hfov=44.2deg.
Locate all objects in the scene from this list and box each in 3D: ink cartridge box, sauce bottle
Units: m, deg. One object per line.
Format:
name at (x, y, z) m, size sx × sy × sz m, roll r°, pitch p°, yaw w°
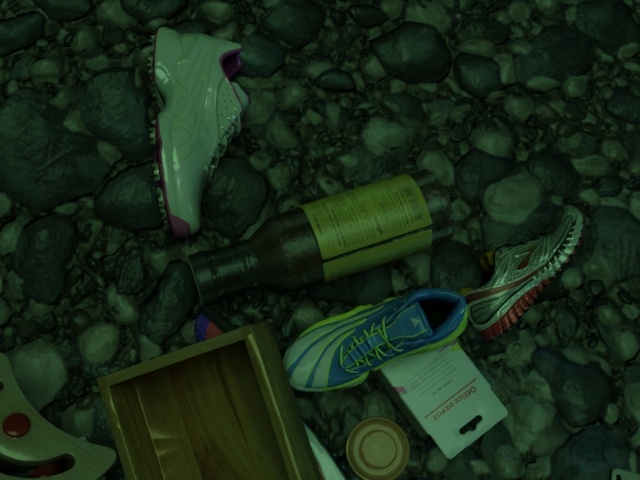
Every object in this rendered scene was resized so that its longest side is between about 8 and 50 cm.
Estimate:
ink cartridge box at (0.142, 0.180, 1.018) m, size 0.104 × 0.061 × 0.181 m, roll -33°, pitch 77°, yaw -13°
sauce bottle at (0.000, 0.000, 1.037) m, size 0.344 × 0.111 × 0.111 m, roll -16°, pitch 75°, yaw -10°

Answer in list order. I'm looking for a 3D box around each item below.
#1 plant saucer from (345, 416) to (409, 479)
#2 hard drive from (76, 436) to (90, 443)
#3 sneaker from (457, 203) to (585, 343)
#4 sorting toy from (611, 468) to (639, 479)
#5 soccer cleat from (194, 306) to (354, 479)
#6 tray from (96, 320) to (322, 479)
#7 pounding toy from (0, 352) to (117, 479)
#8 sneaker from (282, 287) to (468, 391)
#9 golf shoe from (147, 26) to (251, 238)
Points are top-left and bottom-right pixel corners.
plant saucer at (0.074, 0.268, 1.012) m, size 0.084 × 0.013 × 0.083 m, roll 1°, pitch 73°, yaw -5°
hard drive at (-0.350, 0.407, 0.921) m, size 0.203 × 0.040 × 0.307 m, roll -12°, pitch 74°, yaw -8°
sneaker at (0.271, 0.029, 1.063) m, size 0.093 × 0.088 × 0.225 m, roll 42°, pitch 74°, yaw 10°
sorting toy at (0.403, 0.332, 1.011) m, size 0.075 × 0.045 × 0.083 m, roll 22°, pitch 71°, yaw 22°
soccer cleat at (-0.078, 0.227, 0.968) m, size 0.116 × 0.108 × 0.318 m, roll -35°, pitch 81°, yaw -9°
tray at (-0.092, 0.318, 0.890) m, size 0.203 × 0.076 × 0.410 m, roll -21°, pitch 82°, yaw 15°
pounding toy at (-0.380, 0.241, 0.913) m, size 0.270 × 0.155 × 0.154 m, roll 25°, pitch 44°, yaw -6°
sneaker at (0.067, 0.106, 0.938) m, size 0.240 × 0.126 × 0.091 m, roll -22°, pitch 74°, yaw -10°
golf shoe at (-0.162, -0.153, 1.073) m, size 0.140 × 0.115 × 0.306 m, roll -2°, pitch 74°, yaw -9°
